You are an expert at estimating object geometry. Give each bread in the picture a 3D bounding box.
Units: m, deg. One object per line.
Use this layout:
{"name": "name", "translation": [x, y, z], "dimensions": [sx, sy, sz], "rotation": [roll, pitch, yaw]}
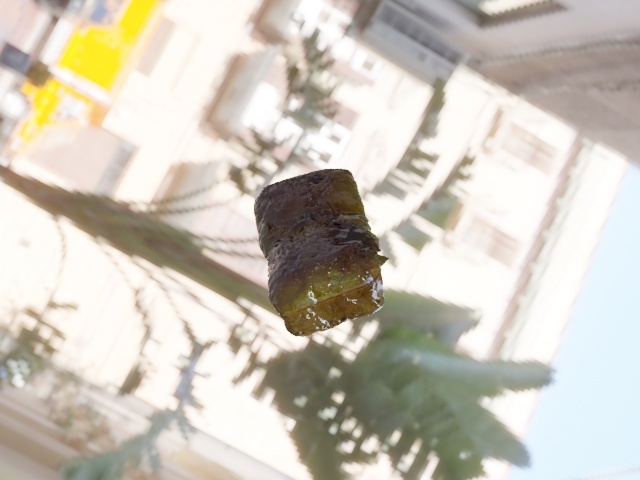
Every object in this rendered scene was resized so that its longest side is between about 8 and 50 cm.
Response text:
{"name": "bread", "translation": [0.001, 0.002, 1.624], "dimensions": [0.139, 0.077, 0.271], "rotation": [-19, -151, 5]}
